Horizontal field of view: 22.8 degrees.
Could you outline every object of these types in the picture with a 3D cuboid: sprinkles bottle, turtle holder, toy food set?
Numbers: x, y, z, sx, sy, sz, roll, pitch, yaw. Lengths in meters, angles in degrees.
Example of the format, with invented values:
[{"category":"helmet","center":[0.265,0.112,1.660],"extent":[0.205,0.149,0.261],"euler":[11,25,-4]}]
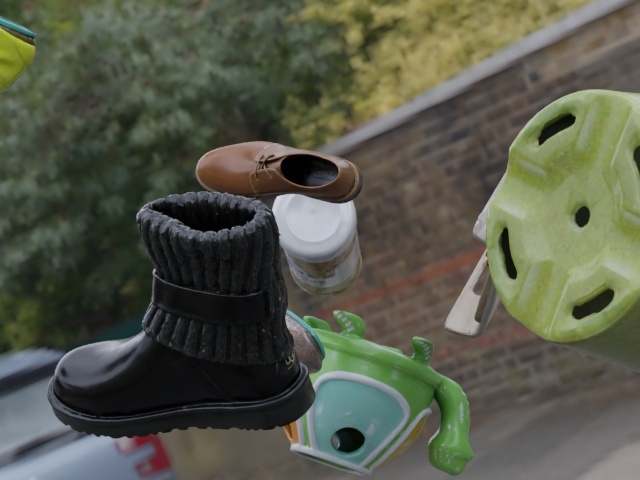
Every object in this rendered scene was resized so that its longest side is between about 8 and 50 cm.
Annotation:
[{"category":"sprinkles bottle","center":[0.000,0.000,2.404],"extent":[0.121,0.121,0.355],"euler":[-23,-12,-2]},{"category":"turtle holder","center":[0.076,0.265,2.571],"extent":[0.320,0.227,0.243],"euler":[27,-16,-34]},{"category":"toy food set","center":[0.258,-0.015,2.307],"extent":[0.220,0.092,0.306],"euler":[-57,-13,-26]}]

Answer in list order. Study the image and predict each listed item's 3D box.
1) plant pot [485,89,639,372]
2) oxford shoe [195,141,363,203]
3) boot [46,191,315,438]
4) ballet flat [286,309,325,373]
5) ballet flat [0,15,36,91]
[{"category":"plant pot","center":[0.271,0.000,1.171],"extent":[0.254,0.276,0.276],"euler":[10,-20,-35]},{"category":"oxford shoe","center":[-0.059,-0.088,1.919],"extent":[0.212,0.076,0.076],"euler":[2,-9,20]},{"category":"boot","center":[-0.181,0.079,1.787],"extent":[0.348,0.260,0.131],"euler":[-5,29,21]},{"category":"ballet flat","center":[-0.106,0.127,2.054],"extent":[0.106,0.107,0.316],"euler":[-35,26,-18]},{"category":"ballet flat","center":[-0.374,-0.209,1.457],"extent":[0.077,0.231,0.077],"euler":[-59,19,6]}]
